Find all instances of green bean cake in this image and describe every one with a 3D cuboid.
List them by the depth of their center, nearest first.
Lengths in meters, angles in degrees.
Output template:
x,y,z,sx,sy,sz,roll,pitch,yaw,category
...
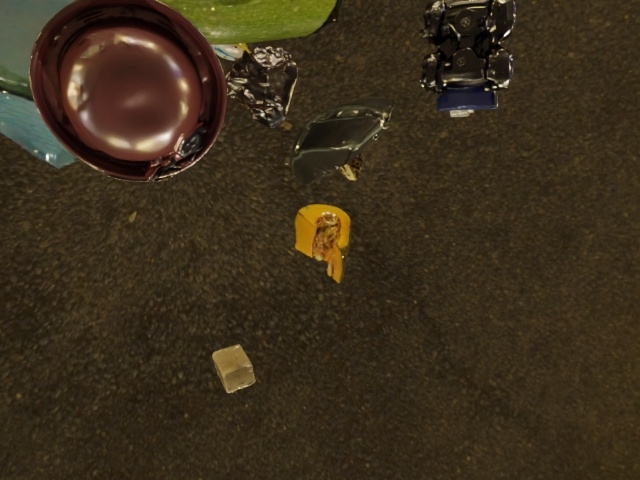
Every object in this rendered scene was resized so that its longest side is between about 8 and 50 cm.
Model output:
x,y,z,sx,sy,sz,roll,pitch,yaw,category
-0.302,0.442,1.949,0.109,0.179,0.085,-18,111,-19,green bean cake

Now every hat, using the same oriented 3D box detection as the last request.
x,y,z,sx,sy,sz,roll,pitch,yaw,category
-0.195,-0.148,0.584,0.205,0.089,0.205,-8,122,-13,hat

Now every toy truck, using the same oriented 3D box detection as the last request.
x,y,z,sx,sy,sz,roll,pitch,yaw,category
0.281,-0.345,1.049,0.161,0.177,0.213,3,91,22,toy truck

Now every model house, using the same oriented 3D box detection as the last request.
x,y,z,sx,sy,sz,roll,pitch,yaw,category
-0.514,-0.352,1.084,0.297,0.339,0.360,12,71,-15,model house

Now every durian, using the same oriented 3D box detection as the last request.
x,y,z,sx,sy,sz,roll,pitch,yaw,category
0.067,-0.195,1.340,0.052,0.130,0.066,-16,139,-17,durian

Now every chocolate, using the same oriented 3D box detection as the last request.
x,y,z,sx,sy,sz,roll,pitch,yaw,category
-0.200,-0.455,1.583,0.177,0.206,0.224,5,110,-41,chocolate

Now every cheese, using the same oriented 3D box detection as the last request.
x,y,z,sx,sy,sz,roll,pitch,yaw,category
-0.335,-0.650,1.835,0.250,0.156,0.064,18,86,-34,cheese

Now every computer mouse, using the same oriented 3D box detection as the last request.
x,y,z,sx,sy,sz,roll,pitch,yaw,category
0.016,-0.133,0.708,0.062,0.192,0.106,47,60,-15,computer mouse

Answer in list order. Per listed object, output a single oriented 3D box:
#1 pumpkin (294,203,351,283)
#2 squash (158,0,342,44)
x,y,z,sx,sy,sz,roll,pitch,yaw,category
0.000,-0.001,1.781,0.190,0.280,0.139,9,120,3,pumpkin
-0.161,-0.438,0.817,0.309,0.310,0.310,-17,103,-28,squash
